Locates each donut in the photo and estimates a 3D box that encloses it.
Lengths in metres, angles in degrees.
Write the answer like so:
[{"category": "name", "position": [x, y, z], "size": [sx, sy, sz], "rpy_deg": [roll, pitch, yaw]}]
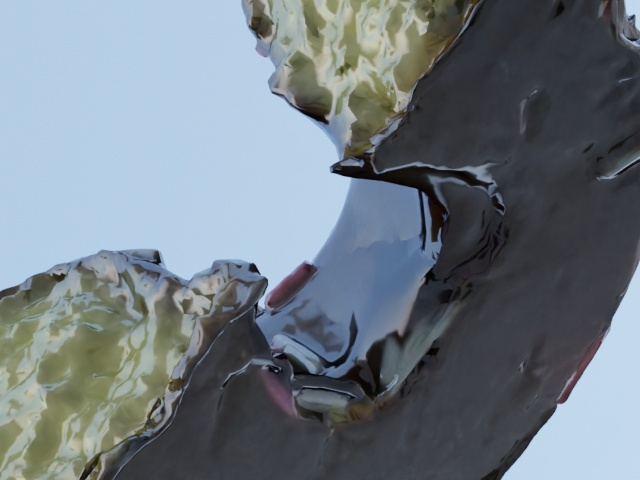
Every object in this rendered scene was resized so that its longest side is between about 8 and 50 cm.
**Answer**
[{"category": "donut", "position": [0.010, 0.011, 0.664], "size": [0.345, 0.136, 0.259], "rpy_deg": [-55, -38, 4]}]
